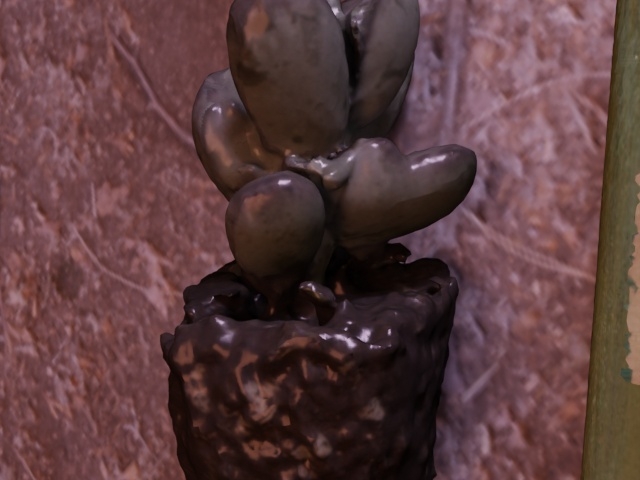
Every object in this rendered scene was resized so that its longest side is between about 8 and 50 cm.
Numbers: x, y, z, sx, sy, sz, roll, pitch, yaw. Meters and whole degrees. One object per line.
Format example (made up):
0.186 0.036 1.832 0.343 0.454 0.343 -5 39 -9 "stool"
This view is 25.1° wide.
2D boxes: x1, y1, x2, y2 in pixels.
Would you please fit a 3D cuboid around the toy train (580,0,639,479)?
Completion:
0.164 -0.008 0.583 0.189 0.126 0.307 13 101 58 "toy train"

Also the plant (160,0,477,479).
0.000 0.002 0.718 0.149 0.146 0.274 5 97 10 "plant"
